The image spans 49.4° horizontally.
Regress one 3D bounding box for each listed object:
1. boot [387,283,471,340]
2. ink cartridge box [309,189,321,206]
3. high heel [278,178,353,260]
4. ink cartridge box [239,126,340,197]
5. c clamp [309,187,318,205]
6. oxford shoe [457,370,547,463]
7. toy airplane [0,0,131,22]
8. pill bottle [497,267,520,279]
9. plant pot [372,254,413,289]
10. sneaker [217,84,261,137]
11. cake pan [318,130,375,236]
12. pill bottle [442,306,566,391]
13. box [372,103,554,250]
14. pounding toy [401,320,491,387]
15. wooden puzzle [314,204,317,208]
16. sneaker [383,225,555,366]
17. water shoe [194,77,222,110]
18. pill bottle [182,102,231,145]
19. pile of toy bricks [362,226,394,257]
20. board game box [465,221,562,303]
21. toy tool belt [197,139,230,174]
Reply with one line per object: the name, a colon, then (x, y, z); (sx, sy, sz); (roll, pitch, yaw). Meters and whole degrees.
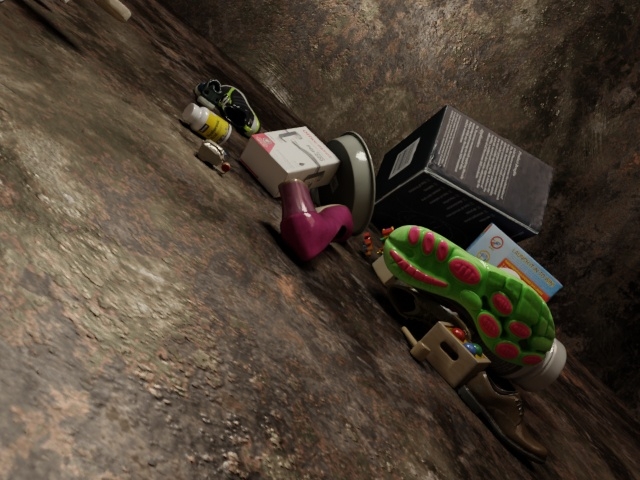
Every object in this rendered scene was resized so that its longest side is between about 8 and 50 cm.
boot: (0.270, 0.190, 1.746); (0.213, 0.077, 0.165); (42, 10, 29)
ink cartridge box: (0.018, -0.182, 2.145); (0.176, 0.128, 0.127); (38, 12, -21)
high heel: (0.000, 0.000, 1.602); (0.377, 0.127, 0.182); (27, 47, -63)
ink cartridge box: (-0.077, -0.211, 1.841); (0.158, 0.092, 0.217); (47, 37, 21)
c clamp: (-0.051, -0.156, 1.929); (0.137, 0.022, 0.161); (48, 39, -30)
oxford shoe: (0.403, 0.372, 1.474); (0.227, 0.096, 0.083); (46, 11, 14)
toy airplane: (-0.607, -0.651, 1.479); (0.384, 0.272, 0.386); (49, 14, 33)
pill bottle: (0.567, 0.225, 2.127); (0.160, 0.160, 0.283); (56, -6, 50)
plant pot: (0.217, 0.089, 1.891); (0.109, 0.109, 0.096); (37, 25, -22)
sneaker: (-0.269, -0.417, 2.177); (0.235, 0.084, 0.097); (48, 14, 26)
cake pan: (0.063, -0.155, 1.931); (0.054, 0.293, 0.293); (-5, 34, -22)
pill bottle: (0.492, 0.251, 1.922); (0.361, 0.204, 0.204); (39, 12, -15)
box: (0.491, -0.179, 2.536); (0.471, 0.298, 0.480); (29, -24, -14)
pounding toy: (0.273, 0.231, 1.560); (0.181, 0.094, 0.206); (47, 13, 24)
wooden puzzle: (-0.050, -0.121, 1.997); (0.078, 0.014, 0.116); (28, 17, -33)
sneaker: (0.369, 0.116, 1.698); (0.482, 0.185, 0.202); (39, 8, 0)
water shoe: (-0.329, -0.450, 2.110); (0.073, 0.080, 0.203); (36, 13, -26)
pill bottle: (-0.283, -0.290, 1.726); (0.116, 0.065, 0.065); (31, 16, -39)
pile of toy bricks: (0.194, 0.050, 2.001); (0.212, 0.118, 0.105); (53, 24, -61)
board game box: (0.585, 0.152, 2.335); (0.308, 0.302, 0.086); (43, 12, 4)
toy tool belt: (-0.235, -0.192, 1.563); (0.083, 0.052, 0.051); (38, 21, -18)
